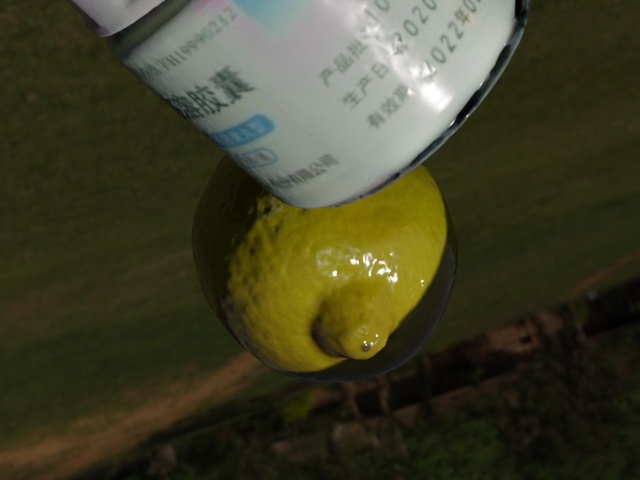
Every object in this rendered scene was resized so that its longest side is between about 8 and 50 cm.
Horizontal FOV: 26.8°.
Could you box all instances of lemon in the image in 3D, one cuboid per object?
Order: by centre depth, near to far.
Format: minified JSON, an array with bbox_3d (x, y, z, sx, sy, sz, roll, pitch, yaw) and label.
[{"bbox_3d":[0.000,0.000,0.942,0.184,0.184,0.248,-18,-153,-8],"label":"lemon"}]

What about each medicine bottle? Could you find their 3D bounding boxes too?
[{"bbox_3d":[-0.023,-0.109,0.509,0.135,0.168,0.135,-38,-154,22],"label":"medicine bottle"}]
